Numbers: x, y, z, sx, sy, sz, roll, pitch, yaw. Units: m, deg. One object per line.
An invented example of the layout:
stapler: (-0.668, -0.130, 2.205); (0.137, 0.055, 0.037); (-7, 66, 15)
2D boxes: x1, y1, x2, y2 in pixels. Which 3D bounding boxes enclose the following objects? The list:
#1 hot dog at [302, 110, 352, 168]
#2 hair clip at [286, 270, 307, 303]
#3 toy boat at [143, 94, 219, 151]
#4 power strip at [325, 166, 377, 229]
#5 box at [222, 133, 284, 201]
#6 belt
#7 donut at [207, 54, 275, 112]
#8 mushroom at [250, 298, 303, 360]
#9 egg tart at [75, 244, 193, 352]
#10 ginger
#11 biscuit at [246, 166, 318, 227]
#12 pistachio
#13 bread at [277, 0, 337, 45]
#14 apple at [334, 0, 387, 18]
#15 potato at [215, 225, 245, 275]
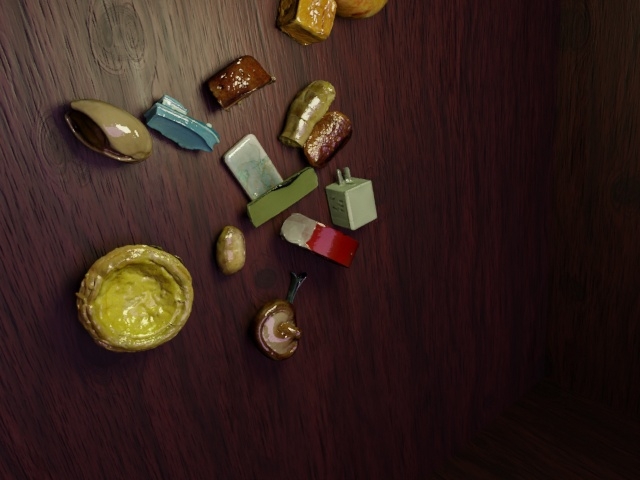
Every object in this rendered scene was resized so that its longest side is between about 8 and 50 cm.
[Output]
hot dog: (0.020, -0.367, 1.775); (0.227, 0.099, 0.160); (-49, 126, -15)
hair clip: (-0.113, 0.231, 1.889); (0.070, 0.039, 0.229); (8, 103, -39)
toy boat: (-0.407, -0.349, 1.457); (0.238, 0.109, 0.098); (26, 52, -40)
power strip: (0.116, -0.174, 1.880); (0.139, 0.140, 0.224); (-26, 118, -28)
box: (-0.215, -0.218, 1.673); (0.142, 0.044, 0.285); (-49, 127, -22)
belt: (0.000, 0.000, 1.782); (0.324, 0.227, 0.115); (26, 84, -41)
donut: (-0.249, -0.500, 1.512); (0.187, 0.144, 0.126); (-37, 104, 5)
mushroom: (-0.173, 0.334, 1.813); (0.194, 0.138, 0.231); (-1, 91, -20)
egg tart: (-0.560, 0.166, 1.453); (0.345, 0.132, 0.345); (-12, 111, -36)
ginger: (-0.051, -0.448, 1.692); (0.116, 0.109, 0.263); (31, 89, -37)
biscuit: (-0.132, -0.162, 1.707); (0.322, 0.038, 0.099); (-38, 128, -31)
pistachio: (-0.570, -0.300, 1.317); (0.238, 0.153, 0.138); (25, 127, -38)
bread: (-0.049, -0.741, 1.581); (0.143, 0.158, 0.149); (11, 100, -41)
apple: (0.113, -0.881, 1.626); (0.264, 0.264, 0.264); (-12, 110, -35)
potato: (-0.307, 0.034, 1.646); (0.107, 0.080, 0.170); (-13, 106, -34)
